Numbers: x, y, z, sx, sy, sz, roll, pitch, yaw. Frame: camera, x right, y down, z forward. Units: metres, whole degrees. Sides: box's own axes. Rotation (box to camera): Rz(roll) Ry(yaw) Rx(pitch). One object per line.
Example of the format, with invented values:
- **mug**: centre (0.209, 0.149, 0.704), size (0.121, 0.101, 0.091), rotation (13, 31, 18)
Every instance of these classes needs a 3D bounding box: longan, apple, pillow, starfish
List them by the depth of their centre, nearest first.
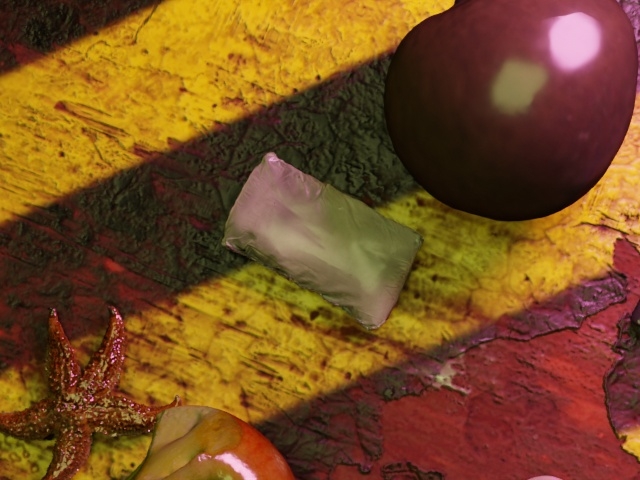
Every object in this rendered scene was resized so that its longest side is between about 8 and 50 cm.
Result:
- **apple**: centre (-0.142, 0.299, 1.731), size (0.246, 0.226, 0.246), rotation (0, 78, -2)
- **longan**: centre (0.212, -0.171, 1.756), size (0.300, 0.243, 0.300), rotation (-3, 65, 6)
- **pillow**: centre (0.000, 0.000, 1.859), size (0.229, 0.051, 0.128), rotation (30, 88, 12)
- **starfish**: centre (-0.283, 0.190, 1.879), size (0.240, 0.043, 0.227), rotation (0, 80, 7)

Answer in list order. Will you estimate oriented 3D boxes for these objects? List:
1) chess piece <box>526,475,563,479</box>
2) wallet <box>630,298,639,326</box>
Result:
- **chess piece**: centre (0.244, 0.296, 1.698), size (0.094, 0.170, 0.094), rotation (-2, 78, 8)
- **wallet**: centre (0.459, 0.013, 1.788), size (0.124, 0.025, 0.244), rotation (28, 86, 14)
